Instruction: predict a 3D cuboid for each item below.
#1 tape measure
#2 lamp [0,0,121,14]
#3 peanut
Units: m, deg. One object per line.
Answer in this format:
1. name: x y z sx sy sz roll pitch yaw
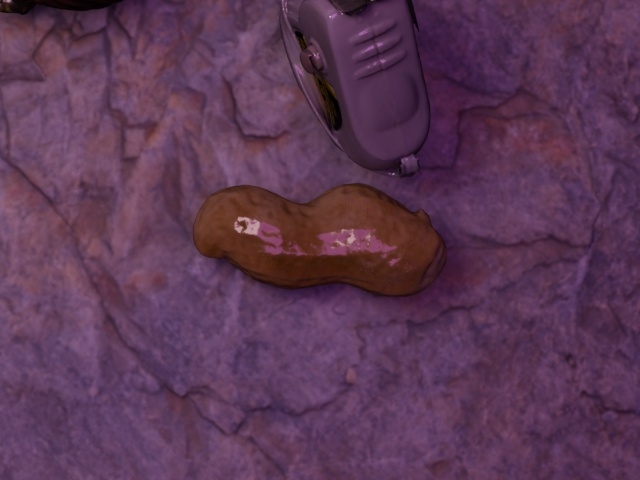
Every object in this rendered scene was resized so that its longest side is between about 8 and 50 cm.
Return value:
1. tape measure: 0.031 -0.180 1.693 0.120 0.197 0.236 -26 130 -12
2. lamp: -0.265 -0.326 1.644 0.247 0.247 0.247 0 89 -9
3. peanut: 0.000 0.000 1.739 0.263 0.101 0.117 2 64 -7
